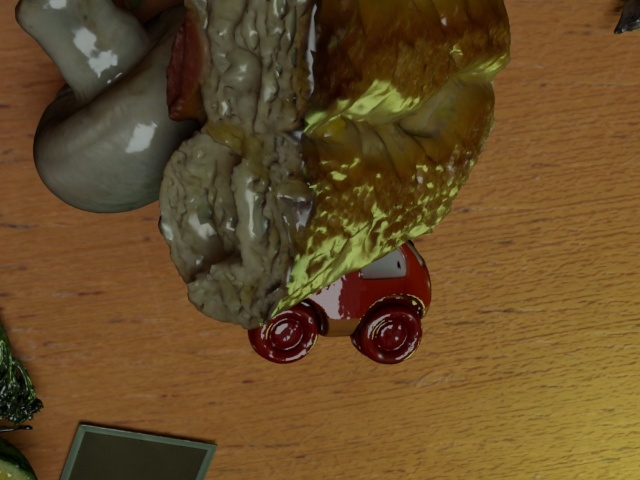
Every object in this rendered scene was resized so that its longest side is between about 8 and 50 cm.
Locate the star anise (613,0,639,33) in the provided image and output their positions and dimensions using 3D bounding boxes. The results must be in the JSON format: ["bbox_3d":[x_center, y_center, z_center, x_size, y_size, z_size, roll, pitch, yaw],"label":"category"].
[{"bbox_3d":[0.387,-0.294,1.241,0.124,0.056,0.129,-6,123,-25],"label":"star anise"}]

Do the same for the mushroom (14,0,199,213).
[{"bbox_3d":[-0.196,-0.156,1.055,0.244,0.243,0.243,-7,119,-12],"label":"mushroom"}]

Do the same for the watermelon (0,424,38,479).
[{"bbox_3d":[-0.432,0.290,1.295,0.204,0.127,0.232,-4,121,-13],"label":"watermelon"}]

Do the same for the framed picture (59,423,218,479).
[{"bbox_3d":[-0.240,0.303,1.424,0.183,0.011,0.142,13,114,-21],"label":"framed picture"}]

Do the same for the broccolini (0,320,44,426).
[{"bbox_3d":[-0.375,0.126,1.263,0.074,0.058,0.201,-16,122,-14],"label":"broccolini"}]

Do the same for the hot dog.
[{"bbox_3d":[0.026,-0.141,0.990,0.365,0.196,0.367,-23,130,-47],"label":"hot dog"}]

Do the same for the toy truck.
[{"bbox_3d":[0.000,0.000,1.229,0.265,0.189,0.239,2,109,-16],"label":"toy truck"}]

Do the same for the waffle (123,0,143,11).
[{"bbox_3d":[-0.198,-0.350,1.054,0.250,0.056,0.261,-37,119,5],"label":"waffle"}]
